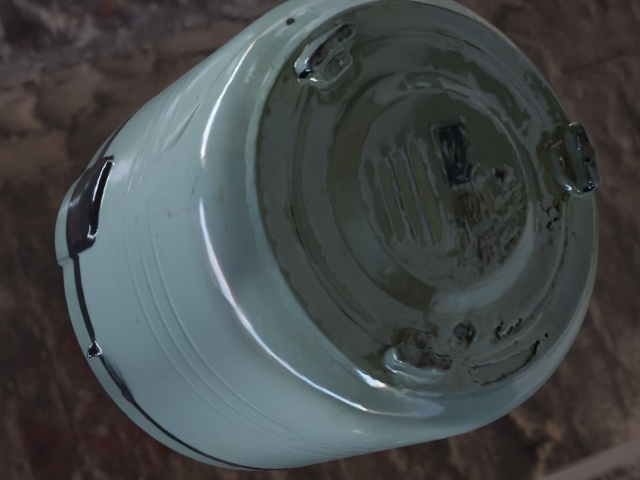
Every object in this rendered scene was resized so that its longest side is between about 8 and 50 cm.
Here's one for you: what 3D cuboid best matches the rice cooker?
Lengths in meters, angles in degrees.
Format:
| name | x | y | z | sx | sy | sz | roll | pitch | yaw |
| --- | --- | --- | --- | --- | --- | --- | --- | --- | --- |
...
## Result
| name | x | y | z | sx | sy | sz | roll | pitch | yaw |
| --- | --- | --- | --- | --- | --- | --- | --- | --- | --- |
| rice cooker | 0.000 | 0.000 | 0.697 | 0.244 | 0.226 | 0.226 | -30 | 78 | 56 |
